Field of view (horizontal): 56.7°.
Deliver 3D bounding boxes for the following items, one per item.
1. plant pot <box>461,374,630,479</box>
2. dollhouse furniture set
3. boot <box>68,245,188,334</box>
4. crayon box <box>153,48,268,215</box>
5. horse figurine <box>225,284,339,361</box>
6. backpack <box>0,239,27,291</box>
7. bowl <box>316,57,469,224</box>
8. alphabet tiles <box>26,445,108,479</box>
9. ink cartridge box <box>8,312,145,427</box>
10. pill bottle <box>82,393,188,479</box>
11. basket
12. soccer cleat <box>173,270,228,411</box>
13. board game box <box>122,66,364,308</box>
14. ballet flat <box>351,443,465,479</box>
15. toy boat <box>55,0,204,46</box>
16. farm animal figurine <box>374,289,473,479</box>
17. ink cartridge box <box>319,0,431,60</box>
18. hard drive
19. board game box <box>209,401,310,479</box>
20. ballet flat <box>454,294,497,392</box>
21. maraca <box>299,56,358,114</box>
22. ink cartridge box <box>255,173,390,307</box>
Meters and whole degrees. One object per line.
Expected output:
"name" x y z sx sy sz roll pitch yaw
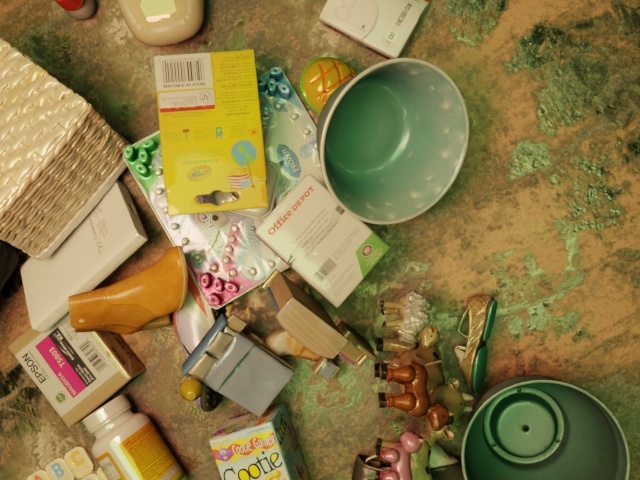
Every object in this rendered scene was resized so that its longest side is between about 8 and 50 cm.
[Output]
"plant pot" 0.416 0.394 1.161 0.292 0.196 0.294 0 92 8
"dollhouse furniture set" -0.081 0.262 1.153 0.286 0.198 0.303 39 92 -17
"boot" -0.394 0.113 1.196 0.211 0.295 0.104 -1 56 -29
"crayon box" -0.215 -0.208 1.181 0.202 0.081 0.319 -5 84 -5
"horse figurine" -0.103 0.204 1.272 0.263 0.066 0.175 -14 109 -8
"backpack" -0.830 0.062 1.263 0.263 0.213 0.277 17 64 13
"bowl" 0.115 -0.203 1.162 0.311 0.163 0.312 -9 114 -20
"alphabet tiles" -0.555 0.635 1.384 0.284 0.021 0.278 -32 88 8
"ink cartridge box" -0.547 0.265 1.336 0.193 0.088 0.235 -39 88 6
"pill bottle" -0.412 0.468 1.300 0.136 0.136 0.246 -34 88 7
"basket" -0.628 -0.189 1.203 0.328 0.266 0.331 36 81 8
"soccer cleat" -0.265 0.210 1.297 0.116 0.108 0.319 -2 90 19
"board game box" -0.155 -0.117 1.244 0.389 0.050 0.390 -30 88 -7
"ballet flat" 0.201 0.479 1.248 0.280 0.095 0.096 -7 79 8
"toy boat" -0.411 -0.543 1.276 0.317 0.148 0.268 -9 96 0
"farm animal figurine" 0.198 0.311 1.151 0.172 0.327 0.331 1 131 -1
"ink cartridge box" 0.134 -0.519 1.239 0.189 0.066 0.233 29 100 6
"hard drive" -0.524 0.029 1.296 0.307 0.040 0.203 -41 50 7
"board game box" -0.111 0.512 1.260 0.141 0.144 0.276 -18 89 8
"ballet flat" 0.319 0.212 1.242 0.067 0.073 0.207 12 91 34
"maraca" 0.044 -0.308 1.238 0.185 0.099 0.127 25 83 -16
"ink cartridge box" 0.000 0.000 1.174 0.219 0.092 0.160 43 84 -5
